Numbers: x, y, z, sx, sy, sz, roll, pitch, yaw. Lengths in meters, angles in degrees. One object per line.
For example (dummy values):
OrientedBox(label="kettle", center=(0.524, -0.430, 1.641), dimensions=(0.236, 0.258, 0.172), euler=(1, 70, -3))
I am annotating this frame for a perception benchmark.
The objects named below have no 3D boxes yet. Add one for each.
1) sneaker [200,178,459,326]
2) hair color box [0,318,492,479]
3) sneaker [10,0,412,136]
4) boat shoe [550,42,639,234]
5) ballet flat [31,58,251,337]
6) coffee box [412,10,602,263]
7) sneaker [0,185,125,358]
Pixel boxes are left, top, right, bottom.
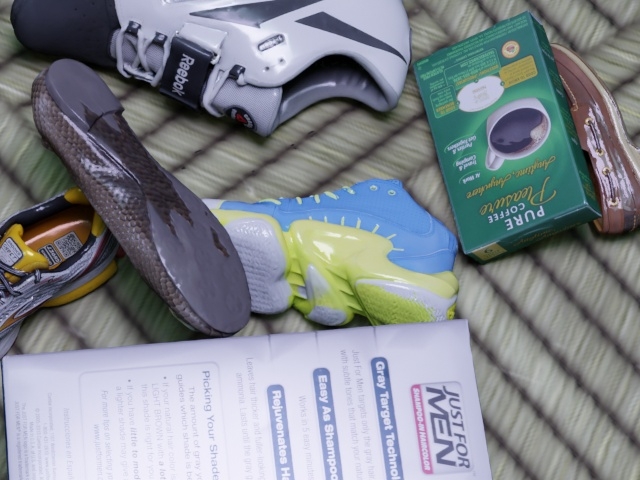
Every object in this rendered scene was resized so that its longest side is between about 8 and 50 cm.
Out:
OrientedBox(label="sneaker", center=(0.000, 0.000, 1.504), dimensions=(0.240, 0.091, 0.126), euler=(21, 47, 5))
OrientedBox(label="hair color box", center=(-0.054, 0.166, 1.398), dimensions=(0.347, 0.105, 0.174), euler=(-4, 66, -7))
OrientedBox(label="sneaker", center=(-0.085, -0.157, 1.535), dimensions=(0.331, 0.122, 0.146), euler=(-2, 64, -6))
OrientedBox(label="boat shoe", center=(0.217, -0.084, 1.560), dimensions=(0.060, 0.064, 0.178), euler=(-23, 72, -17))
OrientedBox(label="ballet flat", center=(-0.141, -0.026, 1.426), dimensions=(0.250, 0.058, 0.084), euler=(53, 36, 6))
OrientedBox(label="coffee box", center=(0.150, -0.083, 1.542), dimensions=(0.113, 0.040, 0.184), euler=(-24, 64, 19))
OrientedBox(label="sneaker", center=(-0.250, 0.029, 1.451), dimensions=(0.225, 0.092, 0.088), euler=(-39, 74, -19))
